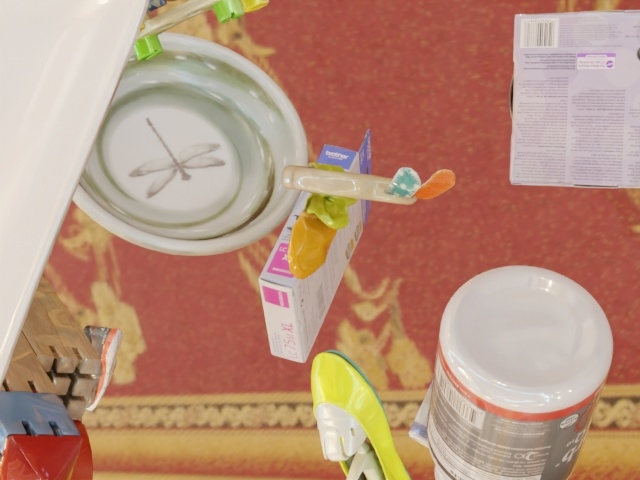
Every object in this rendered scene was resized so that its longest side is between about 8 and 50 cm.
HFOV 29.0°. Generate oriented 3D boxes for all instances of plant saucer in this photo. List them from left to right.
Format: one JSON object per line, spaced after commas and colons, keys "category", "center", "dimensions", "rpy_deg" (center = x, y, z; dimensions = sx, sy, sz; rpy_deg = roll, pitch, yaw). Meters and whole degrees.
{"category": "plant saucer", "center": [-0.221, -0.134, 1.874], "dimensions": [0.400, 0.401, 0.100], "rpy_deg": [55, 147, 16]}

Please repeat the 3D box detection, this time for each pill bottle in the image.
{"category": "pill bottle", "center": [0.246, 0.217, 1.613], "dimensions": [0.210, 0.210, 0.363], "rpy_deg": [39, 151, 26]}

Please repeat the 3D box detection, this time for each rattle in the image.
{"category": "rattle", "center": [0.047, -0.019, 1.373], "dimensions": [0.200, 0.130, 0.142], "rpy_deg": [12, 80, 33]}

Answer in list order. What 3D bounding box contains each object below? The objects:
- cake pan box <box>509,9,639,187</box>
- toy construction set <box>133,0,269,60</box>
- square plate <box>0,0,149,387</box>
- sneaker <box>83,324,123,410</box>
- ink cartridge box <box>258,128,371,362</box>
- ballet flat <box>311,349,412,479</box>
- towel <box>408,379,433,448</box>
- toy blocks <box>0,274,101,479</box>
{"category": "cake pan box", "center": [0.391, -0.196, 1.731], "dimensions": [0.267, 0.070, 0.245], "rpy_deg": [2, 94, 27]}
{"category": "toy construction set", "center": [-0.169, -0.269, 1.197], "dimensions": [0.215, 0.327, 0.151], "rpy_deg": [-21, 77, 1]}
{"category": "square plate", "center": [-0.288, -0.028, 0.543], "dimensions": [0.347, 0.049, 0.344], "rpy_deg": [21, 104, -6]}
{"category": "sneaker", "center": [-0.330, 0.177, 1.783], "dimensions": [0.065, 0.061, 0.157], "rpy_deg": [19, 124, -3]}
{"category": "ink cartridge box", "center": [0.000, 0.000, 1.789], "dimensions": [0.065, 0.311, 0.185], "rpy_deg": [16, 144, 17]}
{"category": "ballet flat", "center": [0.042, 0.228, 1.339], "dimensions": [0.077, 0.077, 0.231], "rpy_deg": [-3, 123, 40]}
{"category": "towel", "center": [0.278, 0.218, 1.841], "dimensions": [0.209, 0.285, 0.034], "rpy_deg": [28, 165, 2]}
{"category": "toy blocks", "center": [-0.243, 0.196, 0.863], "dimensions": [0.261, 0.191, 0.381], "rpy_deg": [43, 118, 49]}
